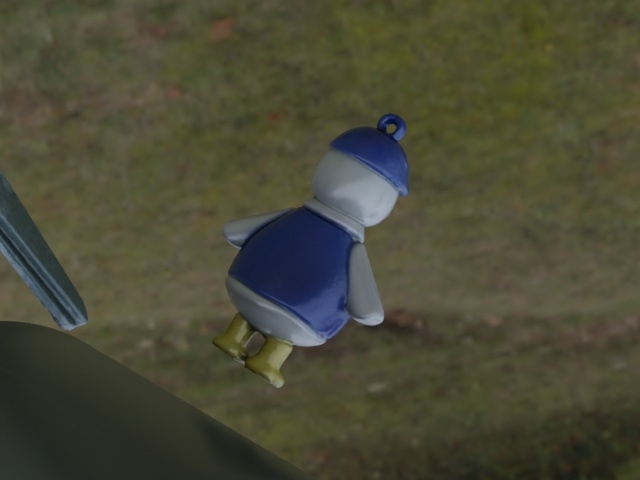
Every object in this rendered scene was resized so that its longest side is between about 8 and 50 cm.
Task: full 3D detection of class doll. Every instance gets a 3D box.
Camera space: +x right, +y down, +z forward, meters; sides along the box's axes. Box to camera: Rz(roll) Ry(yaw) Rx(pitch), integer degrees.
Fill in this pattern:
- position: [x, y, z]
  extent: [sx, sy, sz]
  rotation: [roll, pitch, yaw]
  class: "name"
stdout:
- position: [0.000, 0.000, 0.881]
  extent: [0.099, 0.143, 0.057]
  rotation: [29, 175, 28]
  class: "doll"

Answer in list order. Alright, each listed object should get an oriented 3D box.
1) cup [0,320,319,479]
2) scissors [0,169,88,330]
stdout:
- position: [-0.094, 0.168, 0.813]
  extent: [0.205, 0.205, 0.312]
  rotation: [-5, -166, -32]
  class: "cup"
- position: [-0.241, -0.120, 0.950]
  extent: [0.029, 0.447, 0.192]
  rotation: [-21, -151, 19]
  class: "scissors"
